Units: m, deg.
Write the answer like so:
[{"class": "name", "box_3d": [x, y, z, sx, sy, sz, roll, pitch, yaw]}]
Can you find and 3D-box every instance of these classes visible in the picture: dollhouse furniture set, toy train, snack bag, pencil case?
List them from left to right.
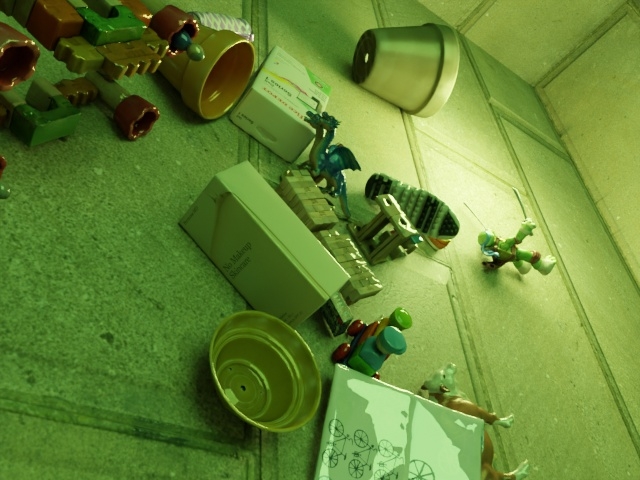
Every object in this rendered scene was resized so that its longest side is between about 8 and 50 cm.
[{"class": "pencil case", "box_3d": [-0.279, -0.570, 1.633, 0.088, 0.086, 0.206, 23, 26, 29]}, {"class": "toy train", "box_3d": [0.136, 0.186, 1.268, 0.105, 0.143, 0.248, 44, 35, -3]}, {"class": "dollhouse furniture set", "box_3d": [0.188, -0.036, 1.553, 0.183, 0.129, 0.129, -13, 65, -50]}, {"class": "snack bag", "box_3d": [0.153, 0.410, 1.075, 0.342, 0.037, 0.323, 24, 45, -9]}]

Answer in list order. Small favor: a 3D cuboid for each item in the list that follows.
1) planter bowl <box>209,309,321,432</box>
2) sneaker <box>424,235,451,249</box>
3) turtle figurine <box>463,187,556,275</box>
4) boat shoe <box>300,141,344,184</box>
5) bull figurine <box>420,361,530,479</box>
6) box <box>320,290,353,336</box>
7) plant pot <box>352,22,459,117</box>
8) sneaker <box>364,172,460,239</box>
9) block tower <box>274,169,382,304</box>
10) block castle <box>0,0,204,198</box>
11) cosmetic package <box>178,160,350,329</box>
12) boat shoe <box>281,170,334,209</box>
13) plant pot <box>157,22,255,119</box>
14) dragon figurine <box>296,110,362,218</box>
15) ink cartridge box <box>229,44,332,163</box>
[{"class": "planter bowl", "box_3d": [-0.111, 0.233, 1.015, 0.217, 0.090, 0.217, 28, 39, -25]}, {"class": "sneaker", "box_3d": [0.307, -0.050, 1.744, 0.175, 0.067, 0.064, 40, 37, -6]}, {"class": "turtle figurine", "box_3d": [0.619, -0.014, 1.919, 0.266, 0.198, 0.275, 33, 41, -25]}, {"class": "boat shoe", "box_3d": [0.008, -0.219, 1.597, 0.073, 0.073, 0.207, 45, 35, -6]}, {"class": "bull figurine", "box_3d": [0.317, 0.411, 1.258, 0.188, 0.101, 0.310, 10, 50, -18]}, {"class": "box", "box_3d": [0.017, 0.123, 1.253, 0.027, 0.094, 0.137, -21, 68, -21]}, {"class": "plant pot", "box_3d": [0.273, -0.606, 2.094, 0.280, 0.323, 0.323, 4, 51, -22]}, {"class": "sneaker", "box_3d": [0.264, -0.099, 1.651, 0.292, 0.110, 0.118, 35, 20, 27]}, {"class": "block tower", "box_3d": [0.000, 0.000, 1.359, 0.091, 0.097, 0.335, -10, 61, -50]}, {"class": "block castle", "box_3d": [-0.416, -0.269, 1.018, 0.213, 0.303, 0.453, 42, 35, 5]}, {"class": "cosmetic package", "box_3d": [-0.109, 0.018, 1.171, 0.309, 0.160, 0.113, 47, 36, 3]}, {"class": "boat shoe", "box_3d": [-0.031, -0.121, 1.482, 0.153, 0.048, 0.056, 47, 35, 1]}, {"class": "plant pot", "box_3d": [-0.288, -0.417, 1.404, 0.188, 0.205, 0.205, 34, 34, 11]}, {"class": "dragon figurine", "box_3d": [0.041, -0.184, 1.482, 0.289, 0.144, 0.085, 49, -11, -26]}, {"class": "ink cartridge box", "box_3d": [-0.097, -0.364, 1.593, 0.201, 0.117, 0.278, 34, 37, -16]}]
